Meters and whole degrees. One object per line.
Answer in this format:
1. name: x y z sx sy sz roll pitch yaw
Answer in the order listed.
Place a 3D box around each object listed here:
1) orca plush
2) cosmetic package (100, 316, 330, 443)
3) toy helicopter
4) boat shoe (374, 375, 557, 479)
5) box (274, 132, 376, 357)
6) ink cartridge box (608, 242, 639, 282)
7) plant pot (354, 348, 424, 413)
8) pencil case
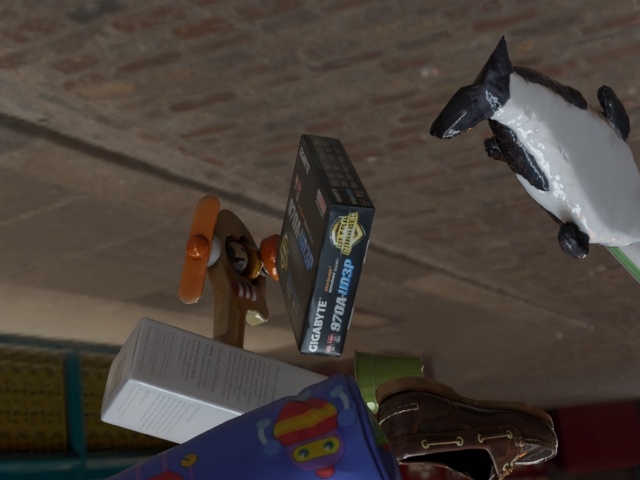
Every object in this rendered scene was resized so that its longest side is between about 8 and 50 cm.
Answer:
1. orca plush: 0.172 -0.064 0.856 0.102 0.151 0.287 2 174 42
2. cosmetic package: -0.114 0.176 1.138 0.231 0.085 0.117 20 142 -18
3. toy helicopter: -0.157 0.085 1.722 0.140 0.355 0.235 -20 132 18
4. boat shoe: 0.130 0.175 0.876 0.207 0.073 0.073 17 135 -34
5. box: 0.000 0.000 1.137 0.051 0.175 0.220 7 -156 -13
6. ink cartridge box: 0.425 0.030 1.157 0.117 0.201 0.278 -44 165 11
7. plant pot: 0.083 0.165 1.201 0.079 0.083 0.083 -7 165 4
8. pencil case: -0.086 0.197 0.667 0.306 0.119 0.133 -23 144 -2
